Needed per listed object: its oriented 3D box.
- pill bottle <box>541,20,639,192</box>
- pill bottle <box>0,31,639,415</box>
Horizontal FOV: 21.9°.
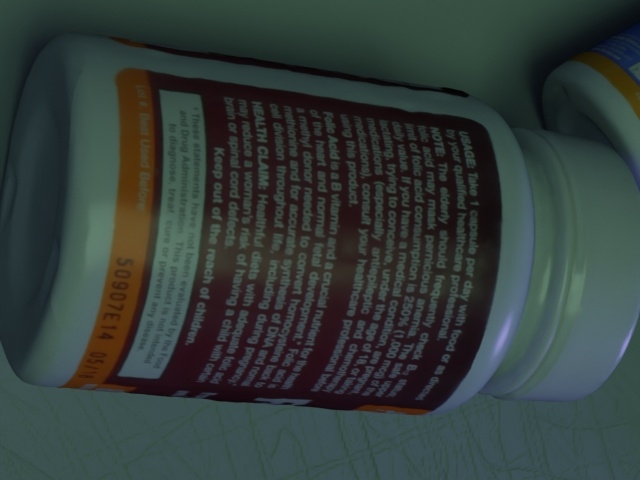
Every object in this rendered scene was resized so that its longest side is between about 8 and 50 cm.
[{"bbox_3d":[0.314,-0.120,1.217,0.272,0.152,0.152,-29,113,-11],"label":"pill bottle"},{"bbox_3d":[0.000,0.000,1.096,0.392,0.224,0.224,7,102,-22],"label":"pill bottle"}]
